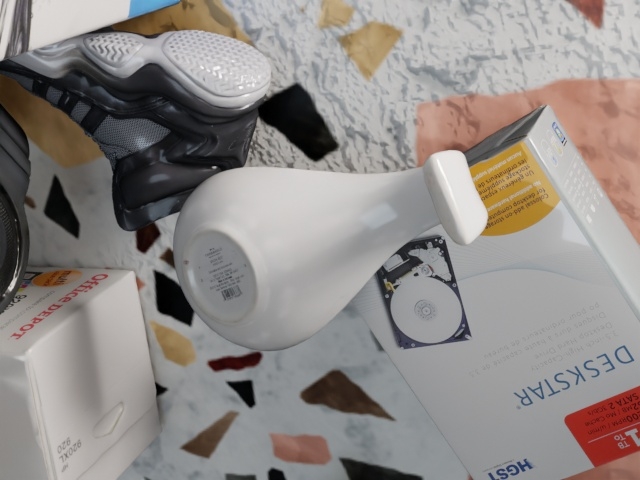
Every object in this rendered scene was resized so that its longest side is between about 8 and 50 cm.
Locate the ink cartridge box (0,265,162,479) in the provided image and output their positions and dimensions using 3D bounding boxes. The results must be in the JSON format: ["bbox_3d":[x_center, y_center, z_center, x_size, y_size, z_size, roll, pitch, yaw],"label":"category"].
[{"bbox_3d":[-0.287,0.126,0.872,0.233,0.171,0.168,2,112,20],"label":"ink cartridge box"}]

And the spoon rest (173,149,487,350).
[{"bbox_3d":[0.000,0.000,0.676,0.276,0.084,0.137,-17,95,42],"label":"spoon rest"}]

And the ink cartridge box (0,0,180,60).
[{"bbox_3d":[-0.287,-0.222,0.599,0.286,0.395,0.166,18,117,13],"label":"ink cartridge box"}]

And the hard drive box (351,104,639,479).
[{"bbox_3d":[0.144,0.050,0.722,0.181,0.089,0.232,-31,98,29],"label":"hard drive box"}]

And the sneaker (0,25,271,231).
[{"bbox_3d":[-0.170,-0.094,0.776,0.269,0.101,0.153,14,118,17],"label":"sneaker"}]

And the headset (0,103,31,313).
[{"bbox_3d":[-0.323,0.044,0.738,0.243,0.394,0.185,-21,132,15],"label":"headset"}]
